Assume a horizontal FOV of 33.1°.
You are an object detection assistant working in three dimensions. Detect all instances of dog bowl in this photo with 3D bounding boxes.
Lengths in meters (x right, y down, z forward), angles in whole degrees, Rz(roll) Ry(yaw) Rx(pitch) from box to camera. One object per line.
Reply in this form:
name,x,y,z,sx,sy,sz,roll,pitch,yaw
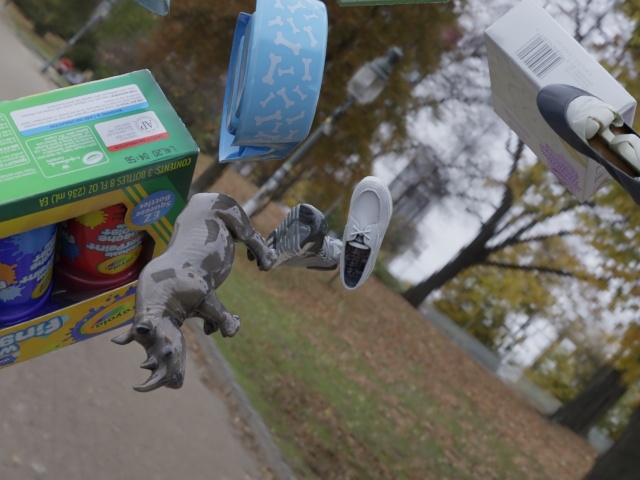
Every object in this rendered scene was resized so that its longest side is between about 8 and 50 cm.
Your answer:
dog bowl,-0.053,-0.165,1.113,0.074,0.166,0.297,8,-5,-9

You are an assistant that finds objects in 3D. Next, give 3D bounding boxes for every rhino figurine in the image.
rhino figurine,-0.128,0.051,1.058,0.073,0.243,0.106,-20,-57,44

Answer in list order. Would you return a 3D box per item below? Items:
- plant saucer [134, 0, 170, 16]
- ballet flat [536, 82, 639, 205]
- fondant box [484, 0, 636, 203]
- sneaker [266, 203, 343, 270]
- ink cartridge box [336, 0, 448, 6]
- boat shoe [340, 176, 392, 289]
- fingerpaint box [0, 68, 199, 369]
plant saucer,-0.180,-0.260,0.853,0.195,0.037,0.195,41,-7,6
ballet flat,0.335,-0.117,1.230,0.203,0.074,0.074,45,-2,9
fondant box,0.382,-0.216,1.738,0.238,0.096,0.330,51,0,19
sneaker,0.000,0.000,1.823,0.132,0.086,0.228,10,-15,-20
ink cartridge box,0.118,-0.354,1.334,0.209,0.109,0.062,4,-27,30
boat shoe,0.062,-0.007,1.637,0.066,0.184,0.063,20,32,4
fingerpaint box,-0.408,0.008,1.380,0.163,0.445,0.371,56,-34,25
